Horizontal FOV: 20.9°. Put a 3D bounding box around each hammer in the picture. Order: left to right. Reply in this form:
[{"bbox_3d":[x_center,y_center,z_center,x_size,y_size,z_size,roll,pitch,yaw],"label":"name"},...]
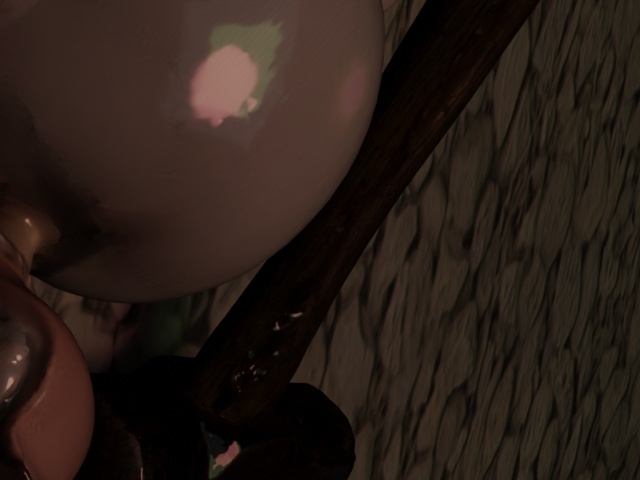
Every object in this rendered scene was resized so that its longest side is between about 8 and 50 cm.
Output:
[{"bbox_3d":[0.000,0.000,0.979,0.409,0.095,0.242,-59,153,15],"label":"hammer"}]

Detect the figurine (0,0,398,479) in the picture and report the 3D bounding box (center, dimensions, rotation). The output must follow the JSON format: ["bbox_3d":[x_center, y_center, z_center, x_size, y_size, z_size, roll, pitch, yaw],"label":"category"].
[{"bbox_3d":[-0.106,-0.037,0.791,0.361,0.211,0.253,-60,179,-29],"label":"figurine"}]
